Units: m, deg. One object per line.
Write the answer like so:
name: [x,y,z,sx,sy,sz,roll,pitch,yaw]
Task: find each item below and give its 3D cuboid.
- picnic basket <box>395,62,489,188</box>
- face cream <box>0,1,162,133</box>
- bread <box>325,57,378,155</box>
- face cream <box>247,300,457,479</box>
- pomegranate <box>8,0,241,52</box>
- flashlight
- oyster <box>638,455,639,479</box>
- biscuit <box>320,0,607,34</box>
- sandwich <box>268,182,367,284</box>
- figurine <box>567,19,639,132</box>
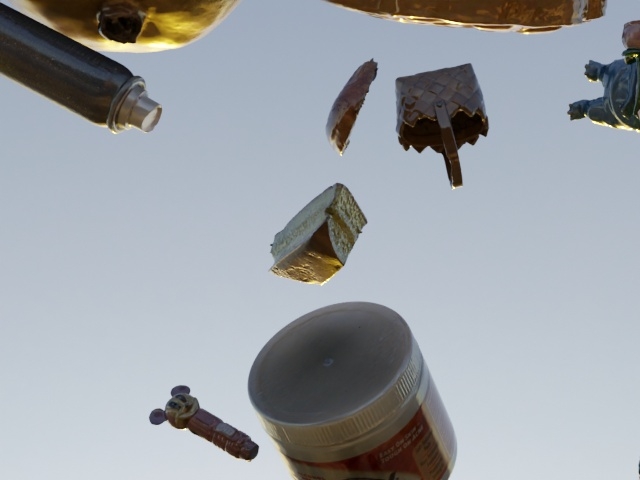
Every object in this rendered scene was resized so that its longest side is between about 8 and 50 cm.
picnic basket: [0.183,-0.162,1.940,0.138,0.178,0.128,-11,-19,8]
face cream: [-0.300,-0.194,1.408,0.284,0.073,0.073,27,-28,10]
bread: [0.041,-0.191,1.866,0.044,0.126,0.129,22,-28,3]
face cream: [0.039,0.202,1.496,0.201,0.201,0.187,-12,-54,17]
pomegranate: [-0.229,-0.367,1.466,0.333,0.332,0.332,-2,-29,-1]
flashlight: [-0.104,0.169,1.195,0.110,0.052,0.031,26,-35,25]
oyster: [0.431,0.302,1.399,0.198,0.259,0.092,-29,-49,17]
biscuit: [0.164,-0.283,1.528,0.351,0.057,0.312,5,16,5]
sandwich: [0.000,0.000,1.991,0.096,0.094,0.258,28,-24,-11]
figurine: [0.299,-0.134,1.178,0.144,0.114,0.178,16,-4,-42]
